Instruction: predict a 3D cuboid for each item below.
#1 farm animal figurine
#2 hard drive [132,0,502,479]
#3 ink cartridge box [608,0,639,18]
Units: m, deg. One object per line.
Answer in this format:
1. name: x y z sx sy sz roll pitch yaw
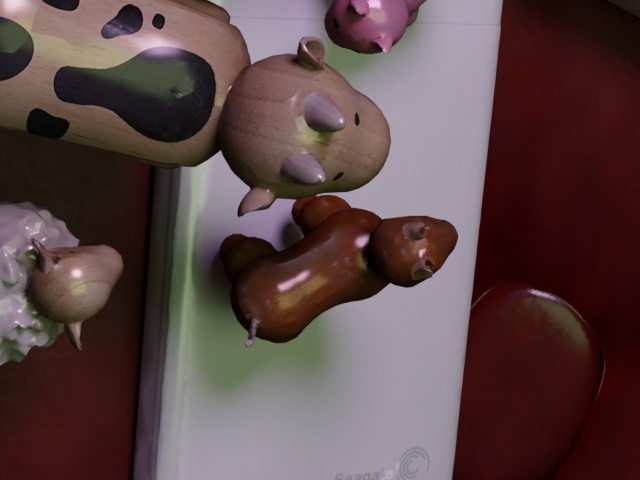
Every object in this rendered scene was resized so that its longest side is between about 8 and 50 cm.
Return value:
1. farm animal figurine: -0.051 -0.096 0.847 0.327 0.172 0.330 -2 103 -17
2. hard drive: 0.000 0.000 1.025 0.203 0.040 0.307 -3 104 -33
3. ink cartridge box: 0.200 -0.189 1.091 0.180 0.060 0.104 22 90 -35
